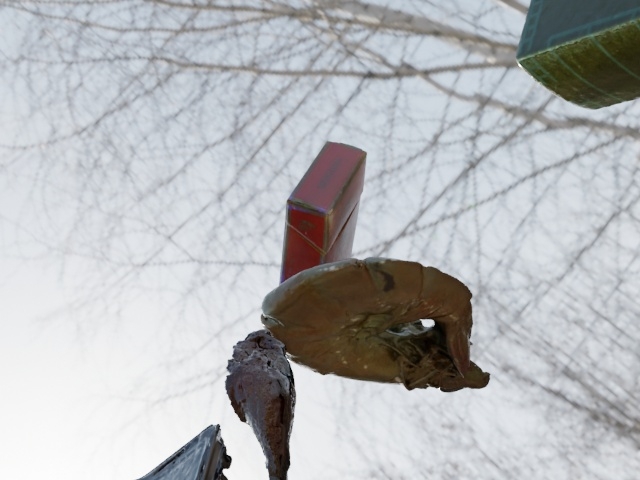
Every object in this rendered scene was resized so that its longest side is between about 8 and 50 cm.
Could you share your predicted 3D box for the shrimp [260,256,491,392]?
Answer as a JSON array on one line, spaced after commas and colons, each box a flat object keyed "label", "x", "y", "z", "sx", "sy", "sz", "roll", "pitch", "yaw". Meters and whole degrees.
[{"label": "shrimp", "x": 0.066, "y": 0.073, "z": 0.869, "sx": 0.145, "sy": 0.061, "sz": 0.267, "roll": -33, "pitch": -43, "yaw": 24}]

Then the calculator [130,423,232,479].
[{"label": "calculator", "x": -0.136, "y": 0.245, "z": 0.690, "sx": 0.028, "sy": 0.274, "sz": 0.165, "roll": 42, "pitch": -60, "yaw": -18}]

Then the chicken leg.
[{"label": "chicken leg", "x": -0.030, "y": 0.095, "z": 0.606, "sx": 0.037, "sy": 0.145, "sz": 0.062, "roll": -14, "pitch": -70, "yaw": 0}]

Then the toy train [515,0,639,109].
[{"label": "toy train", "x": 0.178, "y": -0.135, "z": 0.501, "sx": 0.090, "sy": 0.225, "sz": 0.137, "roll": 25, "pitch": -108, "yaw": -26}]

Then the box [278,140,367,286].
[{"label": "box", "x": 0.001, "y": 0.000, "z": 1.108, "sx": 0.112, "sy": 0.048, "sz": 0.175, "roll": -58, "pitch": -18, "yaw": -44}]
